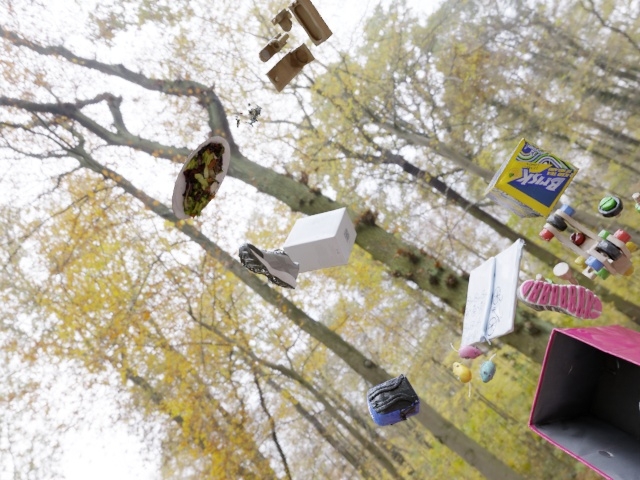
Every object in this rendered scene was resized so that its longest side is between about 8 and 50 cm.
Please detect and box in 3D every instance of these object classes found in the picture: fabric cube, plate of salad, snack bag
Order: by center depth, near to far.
[{"bbox_3d":[-0.249,-0.130,1.050,0.200,0.048,0.200,-56,-13,-20],"label":"plate of salad"},{"bbox_3d":[0.673,0.352,1.069,0.258,0.259,0.254,4,-79,-30],"label":"fabric cube"},{"bbox_3d":[0.570,0.192,1.623,0.342,0.037,0.323,114,174,-68],"label":"snack bag"}]

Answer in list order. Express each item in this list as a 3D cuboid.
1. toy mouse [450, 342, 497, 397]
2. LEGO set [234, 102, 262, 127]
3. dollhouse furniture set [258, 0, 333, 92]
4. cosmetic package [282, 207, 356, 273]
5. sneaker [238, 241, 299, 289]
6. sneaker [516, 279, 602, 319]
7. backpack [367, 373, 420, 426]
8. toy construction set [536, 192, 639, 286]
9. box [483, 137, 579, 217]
[{"bbox_3d":[0.430,0.332,1.326,0.143,0.161,0.031,-16,-43,-13],"label":"toy mouse"},{"bbox_3d":[-0.153,-0.273,1.061,0.023,0.083,0.054,5,-89,-51],"label":"LEGO set"},{"bbox_3d":[-0.071,-0.476,1.172,0.144,0.151,0.123,50,-124,-23],"label":"dollhouse furniture set"},{"bbox_3d":[0.000,0.000,1.905,0.138,0.224,0.224,65,-155,-25],"label":"cosmetic package"},{"bbox_3d":[-0.166,0.067,1.585,0.271,0.100,0.108,39,-118,-46],"label":"sneaker"},{"bbox_3d":[0.478,0.119,0.981,0.075,0.170,0.063,97,-174,-81],"label":"sneaker"},{"bbox_3d":[0.182,0.422,1.235,0.120,0.098,0.101,-15,-56,-14],"label":"backpack"},{"bbox_3d":[0.738,0.067,1.298,0.237,0.257,0.309,38,-106,-24],"label":"toy construction set"},{"bbox_3d":[0.219,-0.061,0.521,0.054,0.059,0.169,-59,-12,11],"label":"box"}]
